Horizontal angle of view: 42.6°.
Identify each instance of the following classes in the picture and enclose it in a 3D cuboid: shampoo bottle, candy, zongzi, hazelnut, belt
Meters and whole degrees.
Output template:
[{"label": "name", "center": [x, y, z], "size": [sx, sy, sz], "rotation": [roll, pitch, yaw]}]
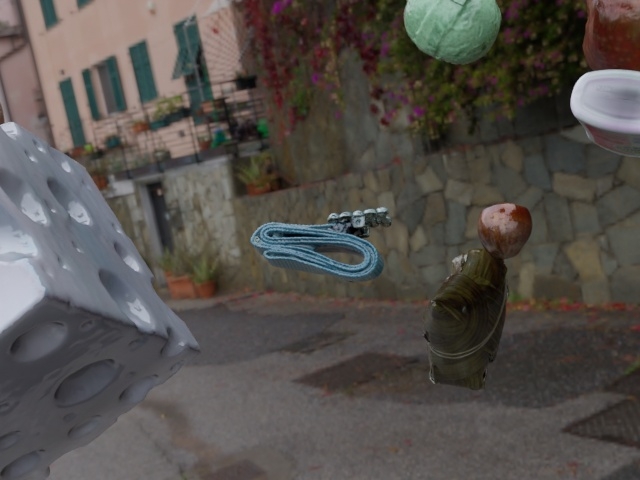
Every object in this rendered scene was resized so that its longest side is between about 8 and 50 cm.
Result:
[{"label": "shampoo bottle", "center": [0.222, -0.088, 0.590], "size": [0.072, 0.043, 0.099], "rotation": [15, 0, 25]}, {"label": "candy", "center": [0.047, -0.377, 1.116], "size": [0.440, 0.119, 0.119], "rotation": [34, 22, 14]}, {"label": "zongzi", "center": [0.219, 0.065, 1.222], "size": [0.111, 0.241, 0.247], "rotation": [8, 55, 21]}, {"label": "hazelnut", "center": [0.258, -0.014, 1.147], "size": [0.086, 0.086, 0.086], "rotation": [-11, 6, 1]}, {"label": "belt", "center": [-0.001, -0.001, 1.096], "size": [0.179, 0.100, 0.065], "rotation": [8, -14, 13]}]

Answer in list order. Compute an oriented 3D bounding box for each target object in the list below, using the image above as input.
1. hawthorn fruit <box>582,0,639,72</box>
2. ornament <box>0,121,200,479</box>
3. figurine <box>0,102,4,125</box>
[{"label": "hawthorn fruit", "center": [0.457, -0.270, 0.978], "size": [0.300, 0.275, 0.275], "rotation": [22, 19, 18]}, {"label": "ornament", "center": [-0.292, 0.054, 0.666], "size": [0.240, 0.240, 0.239], "rotation": [-39, -23, 4]}, {"label": "figurine", "center": [-0.493, -0.161, 0.702], "size": [0.277, 0.388, 0.248], "rotation": [-43, 59, -13]}]
